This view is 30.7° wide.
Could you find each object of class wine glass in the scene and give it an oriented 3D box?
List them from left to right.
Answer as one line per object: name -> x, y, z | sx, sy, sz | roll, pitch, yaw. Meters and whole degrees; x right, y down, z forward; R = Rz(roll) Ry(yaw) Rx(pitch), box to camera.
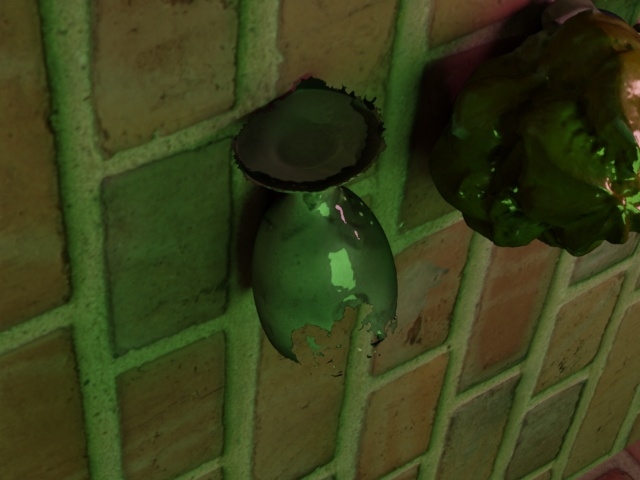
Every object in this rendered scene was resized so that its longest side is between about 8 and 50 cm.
wine glass -> -0.001, -0.005, 1.405 | 0.190, 0.190, 0.357 | -28, 139, -20

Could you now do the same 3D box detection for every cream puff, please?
cream puff -> 0.326, -0.096, 1.468 | 0.378, 0.275, 0.378 | -5, 147, -3

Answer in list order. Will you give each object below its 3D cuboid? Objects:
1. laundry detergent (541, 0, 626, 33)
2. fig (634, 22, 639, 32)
laundry detergent -> 0.363, -0.231, 1.599 | 0.143, 0.094, 0.290 | -32, 146, 1
fig -> 0.524, -0.350, 1.578 | 0.149, 0.148, 0.202 | -50, 155, -64
